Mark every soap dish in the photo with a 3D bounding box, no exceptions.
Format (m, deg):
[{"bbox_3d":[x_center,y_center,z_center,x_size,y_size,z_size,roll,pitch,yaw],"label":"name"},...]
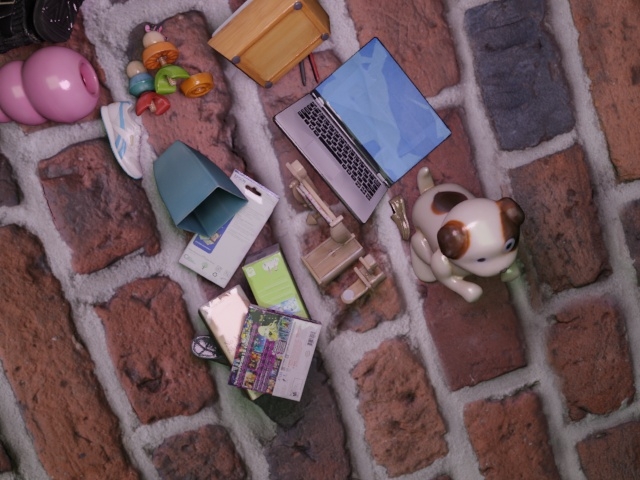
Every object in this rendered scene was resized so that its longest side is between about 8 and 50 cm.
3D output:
[{"bbox_3d":[-0.126,-0.561,1.482,0.291,0.229,0.118,-36,66,16],"label":"soap dish"}]

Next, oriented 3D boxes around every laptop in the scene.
[{"bbox_3d":[0.138,-0.327,1.565,0.236,0.408,0.382,-35,100,35],"label":"laptop"}]

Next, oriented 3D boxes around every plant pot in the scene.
[{"bbox_3d":[-0.359,-0.161,1.548,0.166,0.165,0.234,-41,68,11],"label":"plant pot"}]

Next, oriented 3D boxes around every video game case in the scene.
[{"bbox_3d":[-0.127,0.312,1.509,0.210,0.042,0.232,15,95,-7],"label":"video game case"}]

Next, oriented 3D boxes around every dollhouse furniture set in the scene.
[{"bbox_3d":[0.000,0.000,1.524,0.174,0.355,0.303,-39,60,0],"label":"dollhouse furniture set"}]

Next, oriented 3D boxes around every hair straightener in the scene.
[{"bbox_3d":[-0.073,-0.569,1.603,0.089,0.047,0.230,-16,98,-2],"label":"hair straightener"}]

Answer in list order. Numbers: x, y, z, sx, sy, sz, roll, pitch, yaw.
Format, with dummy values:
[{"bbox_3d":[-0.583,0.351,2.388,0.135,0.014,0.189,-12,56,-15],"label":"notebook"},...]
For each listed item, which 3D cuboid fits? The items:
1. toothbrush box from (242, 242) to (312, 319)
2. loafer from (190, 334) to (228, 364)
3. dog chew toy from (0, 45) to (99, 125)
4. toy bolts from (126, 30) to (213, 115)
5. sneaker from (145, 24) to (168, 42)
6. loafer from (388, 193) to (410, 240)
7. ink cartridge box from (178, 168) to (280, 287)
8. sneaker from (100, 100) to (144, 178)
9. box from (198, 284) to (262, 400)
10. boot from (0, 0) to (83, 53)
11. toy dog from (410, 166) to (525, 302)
[{"bbox_3d":[-0.121,0.167,1.617,0.122,0.206,0.283,-24,99,-1],"label":"toothbrush box"},{"bbox_3d":[-0.274,0.354,1.706,0.268,0.084,0.096,15,65,-10],"label":"loafer"},{"bbox_3d":[-0.793,-0.412,1.501,0.332,0.206,0.206,-10,98,6],"label":"dog chew toy"},{"bbox_3d":[-0.447,-0.477,1.549,0.229,0.218,0.158,-27,86,33],"label":"toy bolts"},{"bbox_3d":[-0.467,-0.571,1.579,0.057,0.047,0.119,-18,100,-13],"label":"sneaker"},{"bbox_3d":[0.244,-0.068,1.693,0.050,0.056,0.148,-11,88,-2],"label":"loafer"},{"bbox_3d":[-0.274,-0.036,1.651,0.165,0.065,0.332,33,95,-7],"label":"ink cartridge box"},{"bbox_3d":[-0.559,-0.292,1.585,0.092,0.087,0.228,-18,100,-4],"label":"sneaker"},{"bbox_3d":[-0.228,0.303,1.618,0.148,0.121,0.311,-31,84,-18],"label":"box"},{"bbox_3d":[-0.788,-0.679,1.496,0.260,0.131,0.347,3,67,24],"label":"boot"},{"bbox_3d":[0.421,-0.029,1.531,0.285,0.408,0.395,-15,99,-3],"label":"toy dog"}]
